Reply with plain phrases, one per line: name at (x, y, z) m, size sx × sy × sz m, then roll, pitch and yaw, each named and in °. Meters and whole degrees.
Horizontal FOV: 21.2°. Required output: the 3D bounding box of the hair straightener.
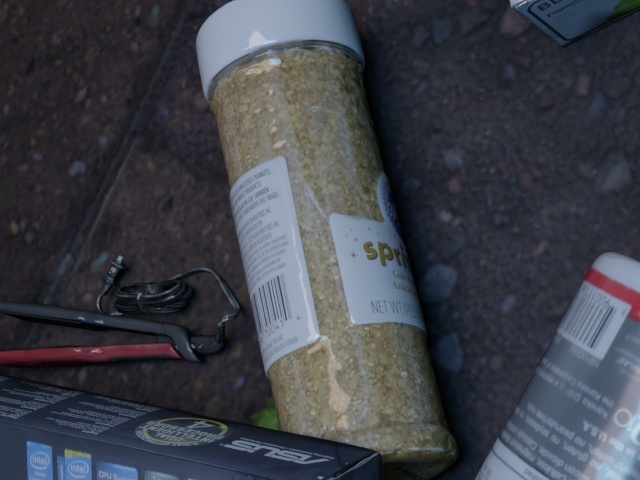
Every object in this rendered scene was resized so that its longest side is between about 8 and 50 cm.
hair straightener at (-0.160, 0.052, 1.330) m, size 0.230 × 0.047 × 0.089 m, roll -4°, pitch 75°, yaw 31°

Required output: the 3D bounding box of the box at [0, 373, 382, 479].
box at (-0.139, 0.269, 1.166) m, size 0.394 × 0.097 × 0.318 m, roll 8°, pitch 104°, yaw 33°

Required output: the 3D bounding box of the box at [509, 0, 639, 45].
box at (0.183, -0.302, 1.192) m, size 0.169 × 0.087 × 0.290 m, roll -26°, pitch 64°, yaw 23°

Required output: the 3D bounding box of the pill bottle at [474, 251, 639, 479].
pill bottle at (0.173, 0.164, 1.025) m, size 0.161 × 0.161 × 0.283 m, roll 30°, pitch 94°, yaw 34°

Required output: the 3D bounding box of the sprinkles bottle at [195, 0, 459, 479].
sprinkles bottle at (0.000, 0.000, 1.202) m, size 0.121 × 0.121 × 0.355 m, roll -23°, pitch 66°, yaw 25°
